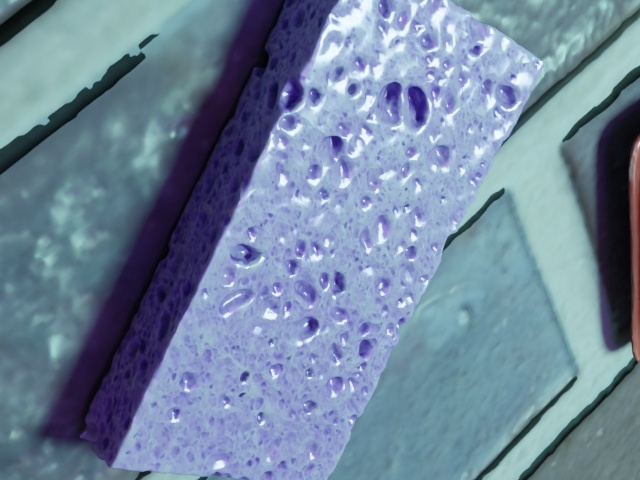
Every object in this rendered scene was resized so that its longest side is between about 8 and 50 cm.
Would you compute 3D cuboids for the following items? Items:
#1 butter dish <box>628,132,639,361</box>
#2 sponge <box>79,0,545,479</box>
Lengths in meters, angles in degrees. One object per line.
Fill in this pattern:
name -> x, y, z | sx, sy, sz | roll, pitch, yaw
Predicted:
butter dish -> 0.249, -0.008, 0.585 | 0.160, 0.118, 0.160 | -30, 129, -25
sponge -> 0.000, 0.000, 0.444 | 0.117, 0.031, 0.210 | 21, 98, -44
